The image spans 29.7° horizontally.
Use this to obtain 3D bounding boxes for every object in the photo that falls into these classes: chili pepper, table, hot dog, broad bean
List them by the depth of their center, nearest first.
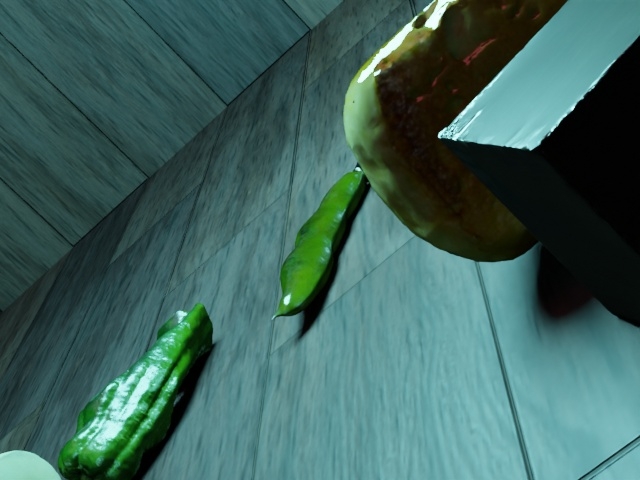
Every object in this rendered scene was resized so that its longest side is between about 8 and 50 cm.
[{"bbox_3d":[0.211,-0.065,0.668,0.193,0.172,0.169,-47,13,-3],"label":"table"},{"bbox_3d":[0.208,-0.166,0.879,0.405,0.185,0.223,-42,-1,16],"label":"hot dog"},{"bbox_3d":[-0.186,0.162,1.279,0.099,0.083,0.253,-43,9,43],"label":"chili pepper"},{"bbox_3d":[-0.001,0.001,1.287,0.060,0.043,0.297,-24,23,30],"label":"broad bean"}]

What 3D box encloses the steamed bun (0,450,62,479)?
[{"bbox_3d":[-0.339,0.320,1.118,0.200,0.154,0.250,-31,14,32],"label":"steamed bun"}]
